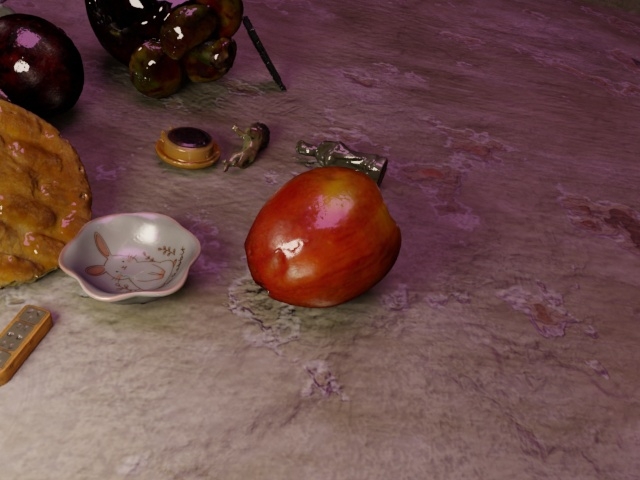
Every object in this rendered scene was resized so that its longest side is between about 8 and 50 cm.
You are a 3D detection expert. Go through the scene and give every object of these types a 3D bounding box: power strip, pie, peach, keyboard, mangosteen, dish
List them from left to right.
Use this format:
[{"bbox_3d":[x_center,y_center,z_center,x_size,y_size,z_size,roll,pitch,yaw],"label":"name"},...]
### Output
[{"bbox_3d":[-0.527,-0.077,1.046,0.339,0.083,0.339,24,55,-39],"label":"pie"},{"bbox_3d":[-0.457,0.161,0.944,0.049,0.028,0.178,17,39,3],"label":"power strip"},{"bbox_3d":[-0.641,-0.352,1.381,0.228,0.228,0.265,30,74,19],"label":"mangosteen"},{"bbox_3d":[-0.316,0.047,1.088,0.229,0.081,0.229,6,40,-5],"label":"dish"},{"bbox_3d":[-0.385,-0.568,1.614,0.381,0.381,0.421,-26,92,-39],"label":"mangosteen"},{"bbox_3d":[-0.148,-0.489,1.700,0.023,0.231,0.072,-30,54,2],"label":"keyboard"},{"bbox_3d":[0.000,0.000,1.121,0.281,0.281,0.238,-43,109,-47],"label":"peach"}]

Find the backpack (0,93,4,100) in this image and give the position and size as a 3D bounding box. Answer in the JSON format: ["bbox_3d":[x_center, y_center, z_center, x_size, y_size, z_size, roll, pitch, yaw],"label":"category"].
[{"bbox_3d":[-0.748,-0.178,1.129,0.378,0.201,0.353,-6,41,-20],"label":"backpack"}]

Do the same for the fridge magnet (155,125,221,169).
[{"bbox_3d":[-0.290,-0.204,1.411,0.143,0.063,0.143,8,36,-6],"label":"fridge magnet"}]

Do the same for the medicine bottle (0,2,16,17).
[{"bbox_3d":[-0.895,-0.487,1.451,0.371,0.211,0.211,17,39,4],"label":"medicine bottle"}]

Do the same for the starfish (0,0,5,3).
[{"bbox_3d":[-0.909,-0.601,1.709,0.208,0.053,0.176,1,50,-24],"label":"starfish"}]

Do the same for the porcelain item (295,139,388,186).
[{"bbox_3d":[0.044,-0.188,1.479,0.215,0.081,0.069,22,39,10],"label":"porcelain item"}]

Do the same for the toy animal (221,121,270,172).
[{"bbox_3d":[-0.172,-0.219,1.457,0.069,0.086,0.220,-11,31,34],"label":"toy animal"}]
